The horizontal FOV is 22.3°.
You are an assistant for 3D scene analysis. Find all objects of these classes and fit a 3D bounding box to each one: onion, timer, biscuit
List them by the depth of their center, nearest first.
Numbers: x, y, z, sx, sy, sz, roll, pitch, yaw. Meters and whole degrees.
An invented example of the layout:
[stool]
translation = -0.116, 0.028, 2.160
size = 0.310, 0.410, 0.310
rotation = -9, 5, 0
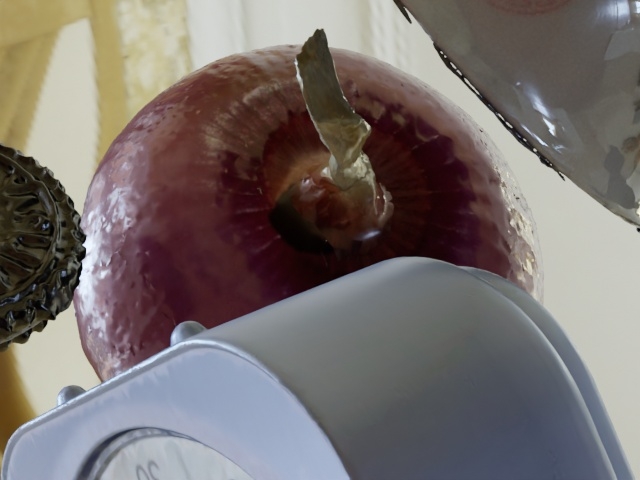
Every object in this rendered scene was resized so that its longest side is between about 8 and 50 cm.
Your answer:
[timer]
translation = 0.003, 0.218, 0.729
size = 0.395, 0.173, 0.395
rotation = 29, -52, 45
[biscuit]
translation = -0.239, 0.001, 1.004
size = 0.194, 0.194, 0.053
rotation = 29, -46, 15
[onion]
translation = -0.002, 0.026, 1.204
size = 0.358, 0.345, 0.358
rotation = -1, -87, -13

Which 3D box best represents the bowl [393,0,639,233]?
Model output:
[bowl]
translation = 0.151, -0.185, 0.977
size = 0.157, 0.345, 0.345
rotation = -40, -94, 18
